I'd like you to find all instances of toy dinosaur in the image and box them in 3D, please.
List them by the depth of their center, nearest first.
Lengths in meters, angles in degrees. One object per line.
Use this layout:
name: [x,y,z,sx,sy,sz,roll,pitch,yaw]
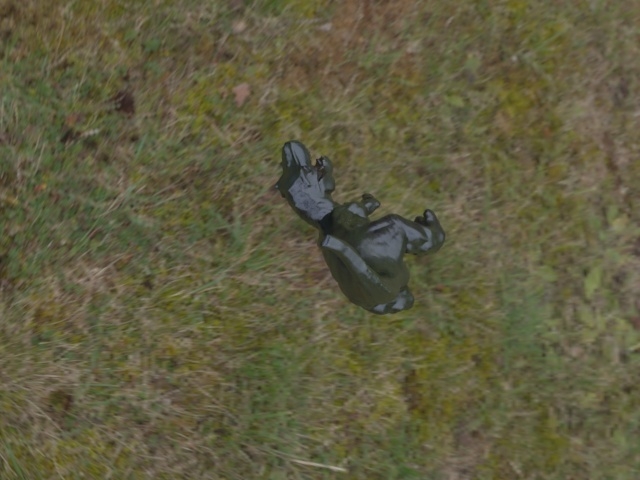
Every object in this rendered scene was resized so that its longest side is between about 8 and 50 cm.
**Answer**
toy dinosaur: [0.000,0.000,0.858,0.179,0.187,0.087,3,116,-46]
